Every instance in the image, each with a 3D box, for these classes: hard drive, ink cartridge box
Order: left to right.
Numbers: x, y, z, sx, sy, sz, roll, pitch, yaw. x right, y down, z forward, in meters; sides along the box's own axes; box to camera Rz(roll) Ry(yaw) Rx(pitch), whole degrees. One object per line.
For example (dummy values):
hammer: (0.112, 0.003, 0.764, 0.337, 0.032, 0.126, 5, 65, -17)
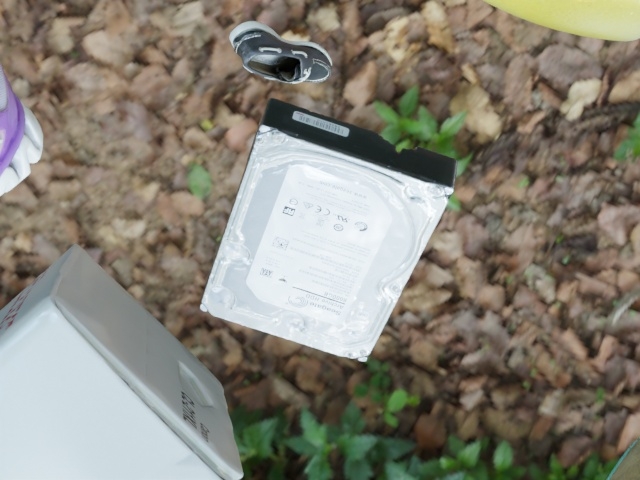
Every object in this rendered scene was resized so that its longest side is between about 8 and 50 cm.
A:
ink cartridge box: (-0.115, 0.088, 0.371, 0.175, 0.127, 0.072, -43, 100, -2)
hard drive: (0.000, 0.000, 1.525, 0.237, 0.064, 0.339, 19, 136, -5)

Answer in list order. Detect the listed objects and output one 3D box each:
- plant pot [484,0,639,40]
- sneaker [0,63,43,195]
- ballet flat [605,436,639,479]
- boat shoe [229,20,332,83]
plant pot: (0.106, -0.162, 0.601, 0.095, 0.134, 0.134, -5, 121, -15)
sneaker: (-0.221, -0.027, 0.653, 0.095, 0.236, 0.104, 9, 139, 4)
ballet flat: (0.227, 0.303, 0.923, 0.116, 0.124, 0.342, 31, 86, -15)
boat shoe: (-0.031, -0.162, 1.136, 0.046, 0.125, 0.038, -35, 60, 25)
